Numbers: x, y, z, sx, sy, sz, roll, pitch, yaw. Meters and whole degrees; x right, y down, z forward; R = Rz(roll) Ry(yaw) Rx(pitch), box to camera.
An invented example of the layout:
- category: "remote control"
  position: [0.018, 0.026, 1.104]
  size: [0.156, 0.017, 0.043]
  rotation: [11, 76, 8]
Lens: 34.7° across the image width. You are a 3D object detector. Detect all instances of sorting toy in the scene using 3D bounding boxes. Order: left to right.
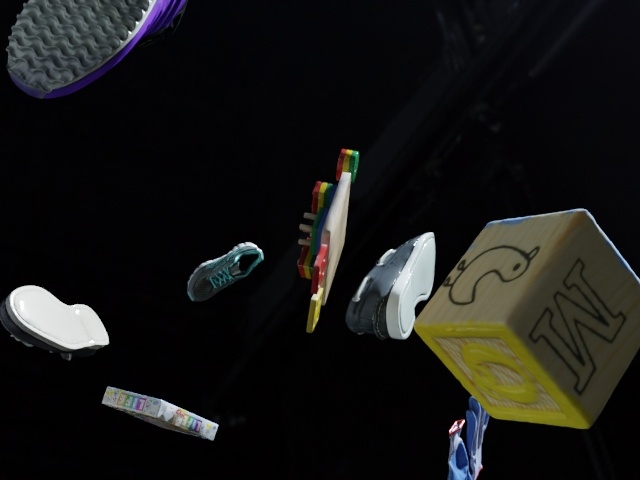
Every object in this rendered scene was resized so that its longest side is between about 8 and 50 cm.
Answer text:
- category: "sorting toy"
  position: [0.000, 0.000, 1.381]
  size: [0.274, 0.046, 0.132]
  rotation: [-72, 169, -47]

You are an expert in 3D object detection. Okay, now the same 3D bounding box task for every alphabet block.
- category: "alphabet block"
  position: [0.276, 0.101, 1.306]
  size: [0.197, 0.193, 0.192]
  rotation: [-51, -161, -25]

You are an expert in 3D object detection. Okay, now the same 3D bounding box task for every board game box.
- category: "board game box"
  position: [-0.236, 0.258, 1.518]
  size: [0.103, 0.154, 0.026]
  rotation: [8, -108, 31]

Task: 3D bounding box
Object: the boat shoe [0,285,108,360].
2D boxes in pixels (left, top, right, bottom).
- category: "boat shoe"
  position: [-0.299, 0.101, 1.113]
  size: [0.065, 0.206, 0.075]
  rotation: [-30, -105, 5]

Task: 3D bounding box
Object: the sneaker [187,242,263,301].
- category: "sneaker"
  position: [-0.176, 0.057, 1.920]
  size: [0.166, 0.065, 0.076]
  rotation: [-38, -166, -20]

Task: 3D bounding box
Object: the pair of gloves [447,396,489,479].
- category: "pair of gloves"
  position: [0.236, 0.331, 1.623]
  size: [0.023, 0.198, 0.159]
  rotation: [6, -68, 25]

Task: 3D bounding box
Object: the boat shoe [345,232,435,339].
- category: "boat shoe"
  position: [0.119, 0.063, 1.642]
  size: [0.302, 0.091, 0.114]
  rotation: [-43, 131, -65]

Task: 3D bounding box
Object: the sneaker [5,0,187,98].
- category: "sneaker"
  position: [-0.200, -0.232, 1.049]
  size: [0.293, 0.102, 0.146]
  rotation: [-56, 171, -25]
